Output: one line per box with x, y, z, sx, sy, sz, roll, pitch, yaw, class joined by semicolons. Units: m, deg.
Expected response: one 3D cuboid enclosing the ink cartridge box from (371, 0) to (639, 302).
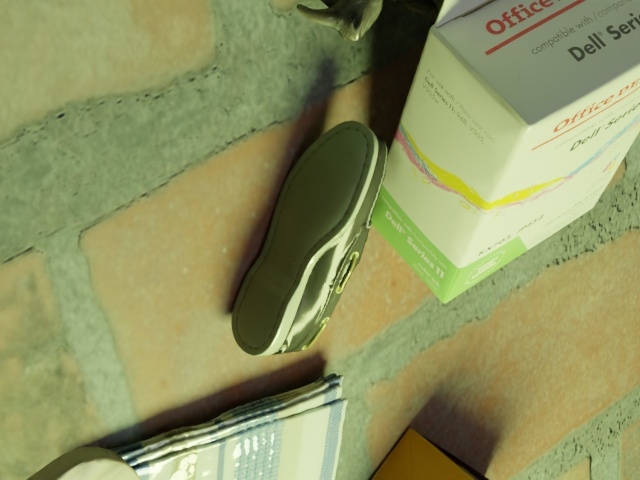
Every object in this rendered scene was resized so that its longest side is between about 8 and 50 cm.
0.179;-0.115;1.086;0.207;0.119;0.353;-31;159;-24;ink cartridge box

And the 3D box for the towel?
-0.101;0.245;1.232;0.285;0.034;0.209;-16;128;-33;towel

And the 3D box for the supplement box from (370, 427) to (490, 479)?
0.164;0.331;1.406;0.129;0.191;0.194;-53;137;-1;supplement box

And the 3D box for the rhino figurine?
0.079;-0.217;1.053;0.243;0.106;0.073;-24;168;-28;rhino figurine

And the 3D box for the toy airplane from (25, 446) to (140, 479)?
-0.314;0.327;0.878;0.384;0.272;0.386;-1;123;-49;toy airplane

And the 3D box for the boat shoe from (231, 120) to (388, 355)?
0.000;0.000;1.134;0.068;0.081;0.228;8;117;-47;boat shoe
